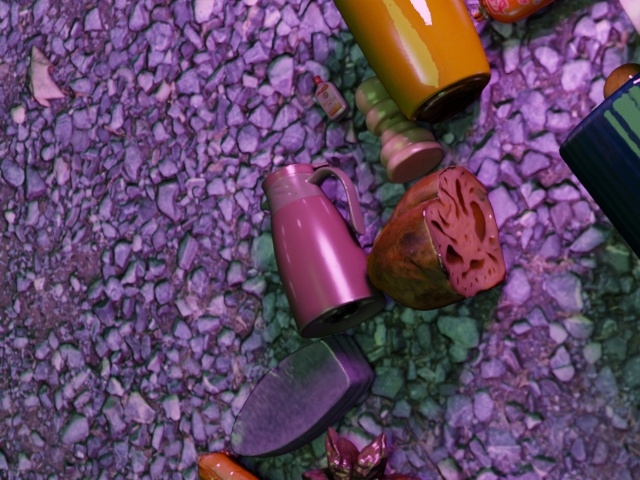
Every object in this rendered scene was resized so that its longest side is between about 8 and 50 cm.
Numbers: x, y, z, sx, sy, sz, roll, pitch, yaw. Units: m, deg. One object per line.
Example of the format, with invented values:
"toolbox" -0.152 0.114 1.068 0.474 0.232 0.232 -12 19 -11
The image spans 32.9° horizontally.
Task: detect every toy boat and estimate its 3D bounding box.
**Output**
"toy boat" -0.042 0.266 1.762 0.283 0.078 0.127 -42 72 22

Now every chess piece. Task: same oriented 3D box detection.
"chess piece" 0.113 -0.180 1.681 0.094 0.094 0.170 -39 62 24

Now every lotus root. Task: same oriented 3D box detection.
"lotus root" 0.151 0.004 1.598 0.180 0.188 0.199 -16 84 40

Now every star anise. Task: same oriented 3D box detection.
"star anise" 0.066 0.388 1.697 0.212 0.073 0.197 31 107 25

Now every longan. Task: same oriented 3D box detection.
"longan" 0.428 -0.204 1.495 0.075 0.075 0.083 -15 65 29

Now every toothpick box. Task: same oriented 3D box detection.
"toothpick box" 0.140 -0.313 1.613 0.175 0.175 0.271 -32 77 26

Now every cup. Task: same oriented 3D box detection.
"cup" 0.492 -0.092 1.334 0.308 0.242 0.292 -42 80 18

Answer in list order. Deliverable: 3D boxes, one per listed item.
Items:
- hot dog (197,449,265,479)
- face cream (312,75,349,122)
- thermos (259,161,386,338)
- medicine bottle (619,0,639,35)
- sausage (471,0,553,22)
"hot dog" -0.112 0.423 1.796 0.249 0.102 0.076 31 63 25
"face cream" 0.013 -0.234 1.771 0.040 0.021 0.083 -41 69 22
"thermos" 0.000 0.000 1.708 0.176 0.146 0.265 -31 69 30
"medicine bottle" 0.535 -0.361 1.382 0.293 0.170 0.170 -31 74 27
"sausage" 0.346 -0.399 1.538 0.312 0.093 0.093 -29 75 27
